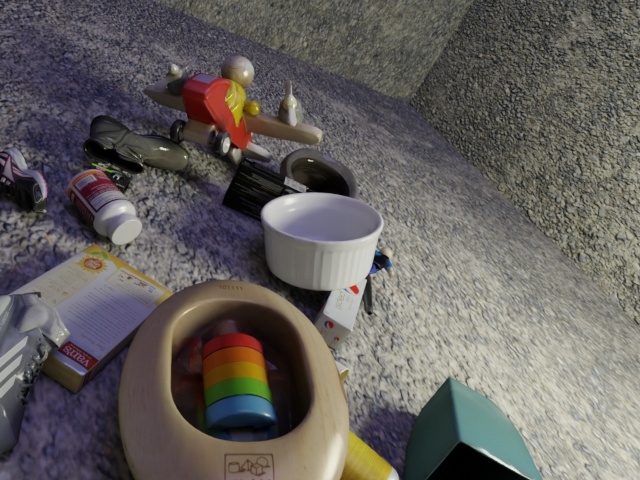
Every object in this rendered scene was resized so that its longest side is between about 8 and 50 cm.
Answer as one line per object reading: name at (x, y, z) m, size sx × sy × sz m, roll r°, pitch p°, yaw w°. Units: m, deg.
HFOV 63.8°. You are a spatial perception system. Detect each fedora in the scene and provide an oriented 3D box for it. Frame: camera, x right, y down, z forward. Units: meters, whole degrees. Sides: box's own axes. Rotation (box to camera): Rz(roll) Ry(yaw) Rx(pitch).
fedora at (-0.019, -0.136, 1.482) m, size 0.244 × 0.124 × 0.275 m, roll 24°, pitch 36°, yaw -12°

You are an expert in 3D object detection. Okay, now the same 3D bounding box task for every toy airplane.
toy airplane at (-0.233, -0.349, 1.374) m, size 0.387 × 0.272 × 0.385 m, roll 13°, pitch 4°, yaw -35°

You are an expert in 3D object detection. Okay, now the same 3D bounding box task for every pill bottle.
pill bottle at (-0.422, -0.064, 1.011) m, size 0.152 × 0.086 × 0.086 m, roll 44°, pitch 30°, yaw 20°
pill bottle at (0.052, 0.365, 0.784) m, size 0.184 × 0.103 × 0.103 m, roll 38°, pitch 29°, yaw 12°

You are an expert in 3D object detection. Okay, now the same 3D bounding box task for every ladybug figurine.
ladybug figurine at (-0.123, 0.235, 0.724) m, size 0.306 × 0.161 × 0.449 m, roll 7°, pitch 31°, yaw -15°

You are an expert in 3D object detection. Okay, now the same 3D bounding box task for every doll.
doll at (0.134, 0.057, 1.332) m, size 0.129 × 0.046 × 0.189 m, roll 27°, pitch 26°, yaw 25°

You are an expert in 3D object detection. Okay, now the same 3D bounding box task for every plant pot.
plant pot at (0.256, 0.372, 0.927) m, size 0.166 × 0.165 × 0.234 m, roll 30°, pitch 21°, yaw -4°

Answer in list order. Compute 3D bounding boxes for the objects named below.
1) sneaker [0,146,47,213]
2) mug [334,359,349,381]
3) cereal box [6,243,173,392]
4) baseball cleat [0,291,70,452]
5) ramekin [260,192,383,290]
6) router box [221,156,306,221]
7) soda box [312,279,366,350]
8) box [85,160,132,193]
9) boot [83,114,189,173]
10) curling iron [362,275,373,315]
sneaker at (-0.576, -0.106, 0.961) m, size 0.178 × 0.071 × 0.077 m, roll 38°, pitch 40°, yaw 27°
mug at (0.010, 0.254, 0.984) m, size 0.064 × 0.078 × 0.062 m, roll 35°, pitch 60°, yaw 24°
cereal box at (-0.375, 0.111, 0.821) m, size 0.173 × 0.047 × 0.240 m, roll 33°, pitch 29°, yaw 2°
baseball cleat at (-0.380, 0.158, 0.662) m, size 0.110 × 0.072 × 0.205 m, roll -9°, pitch 66°, yaw -23°
ramekin at (0.000, 0.000, 1.191) m, size 0.278 × 0.135 × 0.277 m, roll 3°, pitch 27°, yaw -2°
router box at (-0.145, -0.116, 1.317) m, size 0.179 × 0.133 × 0.046 m, roll 25°, pitch 30°, yaw -14°
soda box at (0.043, 0.146, 1.159) m, size 0.074 × 0.069 × 0.216 m, roll 31°, pitch 29°, yaw -2°
box at (-0.460, -0.123, 1.102) m, size 0.083 × 0.052 × 0.062 m, roll 25°, pitch 28°, yaw -16°
boot at (-0.422, -0.194, 1.198) m, size 0.247 × 0.083 × 0.161 m, roll 19°, pitch 27°, yaw -31°
curling iron at (0.103, 0.102, 1.322) m, size 0.068 × 0.035 × 0.274 m, roll 18°, pitch 30°, yaw -17°
